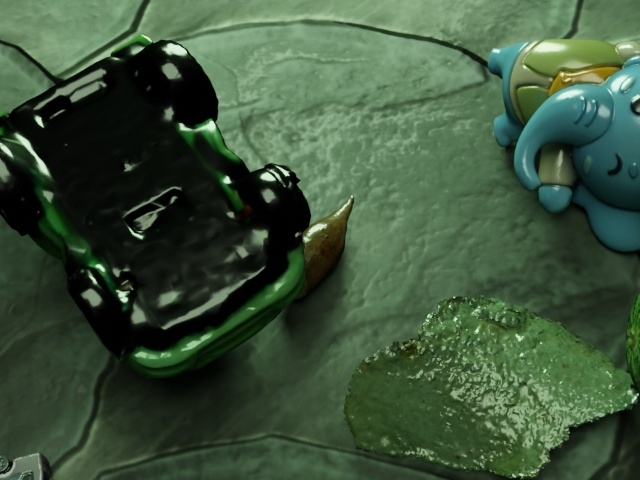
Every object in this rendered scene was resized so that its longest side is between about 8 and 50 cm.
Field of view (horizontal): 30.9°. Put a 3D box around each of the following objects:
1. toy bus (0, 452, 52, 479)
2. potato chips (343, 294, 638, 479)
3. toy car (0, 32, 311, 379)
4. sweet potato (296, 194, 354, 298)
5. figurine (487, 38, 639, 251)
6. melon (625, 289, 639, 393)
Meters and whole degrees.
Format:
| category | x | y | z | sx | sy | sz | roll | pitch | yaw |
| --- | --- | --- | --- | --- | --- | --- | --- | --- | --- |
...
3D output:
| category | x | y | z | sx | sy | sz | roll | pitch | yaw |
| --- | --- | --- | --- | --- | --- | --- | --- | --- | --- |
| toy bus | -0.290 | 0.215 | 0.965 | 0.130 | 0.037 | 0.052 | -14 | 61 | -4 |
| potato chips | 0.138 | 0.127 | 0.979 | 0.228 | 0.059 | 0.167 | -29 | 71 | -13 |
| toy car | -0.166 | -0.039 | 1.039 | 0.213 | 0.176 | 0.359 | -33 | 66 | -15 |
| sweet potato | 0.000 | 0.000 | 1.070 | 0.049 | 0.049 | 0.117 | 26 | 61 | 18 |
| figurine | 0.265 | -0.097 | 1.070 | 0.262 | 0.154 | 0.180 | 15 | 69 | 32 |
| melon | 0.388 | 0.089 | 0.912 | 0.287 | 0.182 | 0.182 | 9 | 60 | 9 |
